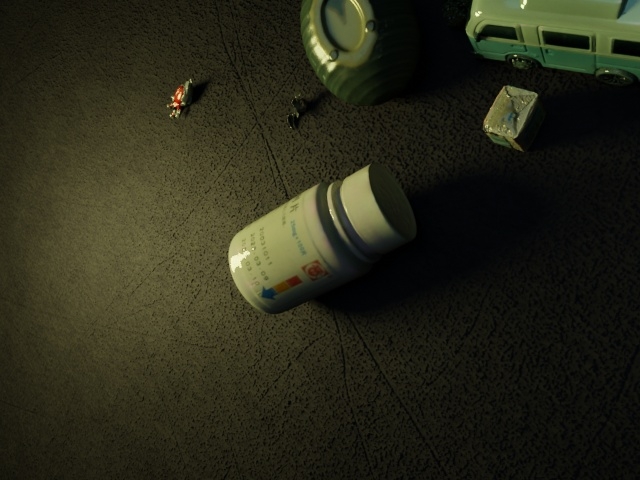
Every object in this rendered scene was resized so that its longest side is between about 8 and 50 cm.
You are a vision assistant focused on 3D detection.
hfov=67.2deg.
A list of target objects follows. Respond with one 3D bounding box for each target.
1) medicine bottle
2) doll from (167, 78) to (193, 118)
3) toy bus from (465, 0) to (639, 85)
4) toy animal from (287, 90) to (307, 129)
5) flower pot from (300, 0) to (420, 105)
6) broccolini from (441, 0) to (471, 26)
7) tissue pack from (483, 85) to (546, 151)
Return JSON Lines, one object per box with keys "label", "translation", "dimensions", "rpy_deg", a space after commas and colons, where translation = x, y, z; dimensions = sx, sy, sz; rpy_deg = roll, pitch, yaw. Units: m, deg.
{"label": "medicine bottle", "translation": [0.000, 0.000, 0.806], "dimensions": [0.292, 0.170, 0.170], "rpy_deg": [-27, 72, 28]}
{"label": "doll", "translation": [-0.316, -0.327, 1.104], "dimensions": [0.114, 0.039, 0.057], "rpy_deg": [-36, 36, 38]}
{"label": "toy bus", "translation": [0.328, -0.308, 0.634], "dimensions": [0.271, 0.164, 0.133], "rpy_deg": [23, 98, 31]}
{"label": "toy animal", "translation": [-0.042, -0.260, 0.935], "dimensions": [0.028, 0.050, 0.084], "rpy_deg": [28, 136, 6]}
{"label": "flower pot", "translation": [0.064, -0.344, 0.800], "dimensions": [0.189, 0.157, 0.243], "rpy_deg": [-26, 87, 25]}
{"label": "broccolini", "translation": [0.199, -0.451, 0.766], "dimensions": [0.057, 0.067, 0.217], "rpy_deg": [-15, 91, -12]}
{"label": "tissue pack", "translation": [0.280, -0.173, 0.693], "dimensions": [0.058, 0.094, 0.074], "rpy_deg": [32, 104, 28]}
